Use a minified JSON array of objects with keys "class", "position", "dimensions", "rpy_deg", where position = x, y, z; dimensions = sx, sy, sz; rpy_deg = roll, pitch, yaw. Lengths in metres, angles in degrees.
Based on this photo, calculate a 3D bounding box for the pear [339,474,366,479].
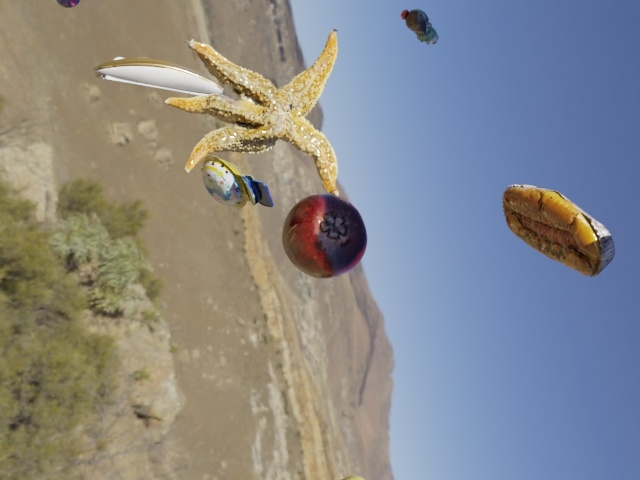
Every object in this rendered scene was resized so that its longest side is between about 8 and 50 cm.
[{"class":"pear","position":[0.061,0.433,1.024],"dimensions":[0.178,0.178,0.178],"rpy_deg":[169,-90,-89]}]

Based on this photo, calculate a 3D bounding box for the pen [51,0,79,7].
[{"class":"pen","position":[-0.352,-0.315,0.845],"dimensions":[0.269,0.033,0.033],"rpy_deg":[33,-36,44]}]

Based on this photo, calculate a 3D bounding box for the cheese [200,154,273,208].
[{"class":"cheese","position":[-0.209,-0.134,1.692],"dimensions":[0.250,0.064,0.156],"rpy_deg":[16,-42,41]}]

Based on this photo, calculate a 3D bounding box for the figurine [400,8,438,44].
[{"class":"figurine","position":[0.226,-0.481,1.581],"dimensions":[0.060,0.047,0.106],"rpy_deg":[31,-1,40]}]

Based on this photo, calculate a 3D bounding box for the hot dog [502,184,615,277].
[{"class":"hot dog","position":[0.456,-0.030,1.375],"dimensions":[0.268,0.075,0.144],"rpy_deg":[42,-29,51]}]

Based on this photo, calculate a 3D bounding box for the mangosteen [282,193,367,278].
[{"class":"mangosteen","position":[0.000,0.000,1.771],"dimensions":[0.257,0.215,0.215],"rpy_deg":[132,-51,-65]}]

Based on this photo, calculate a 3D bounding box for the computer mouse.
[{"class":"computer mouse","position":[-0.309,-0.319,1.353],"dimensions":[0.126,0.245,0.056],"rpy_deg":[-138,-124,-69]}]

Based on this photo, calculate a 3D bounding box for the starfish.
[{"class":"starfish","position":[-0.105,-0.230,1.156],"dimensions":[0.084,0.294,0.301],"rpy_deg":[165,-72,-73]}]
